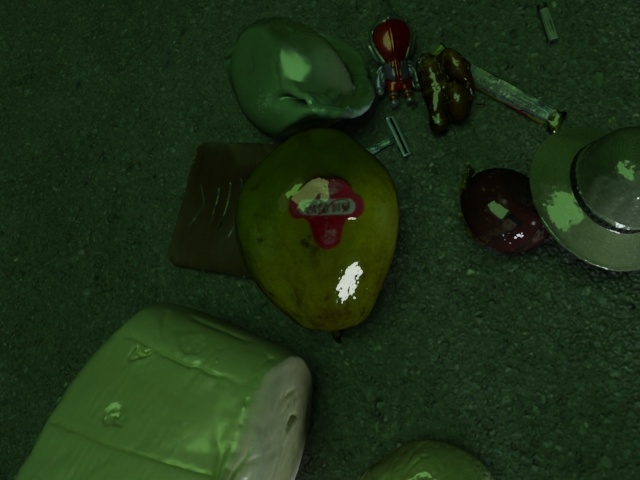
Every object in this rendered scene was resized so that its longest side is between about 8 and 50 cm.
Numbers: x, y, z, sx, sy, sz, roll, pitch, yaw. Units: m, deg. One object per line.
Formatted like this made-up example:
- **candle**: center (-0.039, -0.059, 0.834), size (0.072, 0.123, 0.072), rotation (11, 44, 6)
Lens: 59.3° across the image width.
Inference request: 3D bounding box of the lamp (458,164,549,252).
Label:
- **lamp**: center (0.305, -0.044, 0.946), size (0.157, 0.156, 0.135), rotation (-93, 25, -45)

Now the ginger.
- **ginger**: center (0.243, -0.286, 1.062), size (0.103, 0.073, 0.162), rotation (-14, 84, 32)

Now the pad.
- **pad**: center (-0.172, -0.069, 1.166), size (0.284, 0.018, 0.286), rotation (7, 79, 25)

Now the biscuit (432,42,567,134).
- **biscuit**: center (0.325, -0.290, 1.057), size (0.292, 0.026, 0.048), rotation (40, 95, 24)

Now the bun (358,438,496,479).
- **bun**: center (0.168, 0.433, 0.858), size (0.244, 0.153, 0.243), rotation (-4, 79, 19)

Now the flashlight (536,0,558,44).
- **flashlight**: center (0.427, -0.409, 1.057), size (0.018, 0.018, 0.083), rotation (-14, 72, 15)

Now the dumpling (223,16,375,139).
- **dumpling**: center (-0.048, -0.329, 1.099), size (0.270, 0.212, 0.320), rotation (-30, 78, 7)

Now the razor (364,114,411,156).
- **razor**: center (0.067, -0.164, 1.114), size (0.211, 0.036, 0.084), rotation (-24, 91, 18)

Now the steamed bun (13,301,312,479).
- **steamed bun**: center (-0.224, 0.360, 0.921), size (0.371, 0.290, 0.455), rotation (18, 62, 25)

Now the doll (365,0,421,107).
- **doll**: center (0.144, -0.378, 1.116), size (0.102, 0.075, 0.227), rotation (-11, 82, 1)

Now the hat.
- **hat**: center (0.463, -0.091, 0.846), size (0.257, 0.130, 0.257), rotation (4, 69, -11)

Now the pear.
- **pear**: center (0.000, 0.000, 0.971), size (0.288, 0.287, 0.375), rotation (-8, 97, 17)
